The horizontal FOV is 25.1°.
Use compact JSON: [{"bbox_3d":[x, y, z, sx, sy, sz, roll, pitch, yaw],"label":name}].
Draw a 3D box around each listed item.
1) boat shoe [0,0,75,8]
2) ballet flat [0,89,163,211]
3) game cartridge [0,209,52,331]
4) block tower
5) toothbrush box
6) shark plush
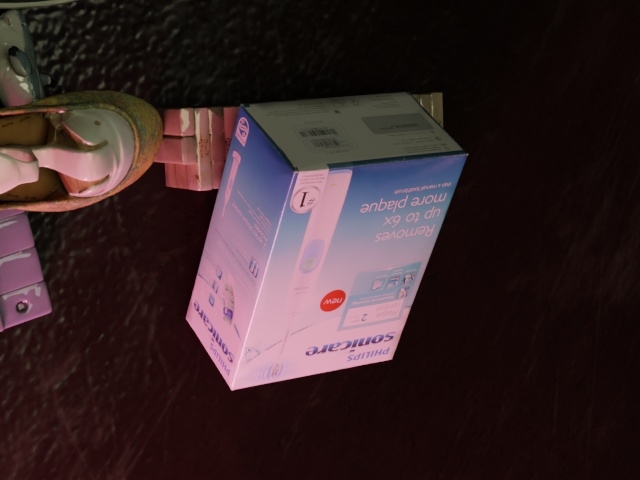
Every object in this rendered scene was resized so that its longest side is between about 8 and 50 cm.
[{"bbox_3d":[-0.390,-0.342,1.320,0.500,0.156,0.187,18,84,-34],"label":"boat shoe"},{"bbox_3d":[-0.277,-0.079,1.387,0.348,0.123,0.123,-8,100,-39],"label":"ballet flat"},{"bbox_3d":[-0.451,0.018,1.381,0.355,0.068,0.230,-20,110,-29],"label":"game cartridge"},{"bbox_3d":[-0.023,-0.114,1.613,0.335,0.097,0.091,-6,99,-29],"label":"block tower"},{"bbox_3d":[0.000,0.000,1.544,0.216,0.126,0.296,-7,133,-32],"label":"toothbrush box"},{"bbox_3d":[-0.287,-0.155,1.466,0.161,0.073,0.067,55,38,-20],"label":"shark plush"}]
